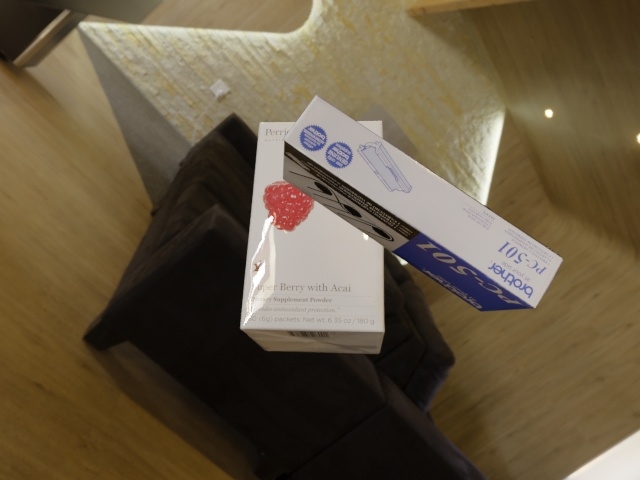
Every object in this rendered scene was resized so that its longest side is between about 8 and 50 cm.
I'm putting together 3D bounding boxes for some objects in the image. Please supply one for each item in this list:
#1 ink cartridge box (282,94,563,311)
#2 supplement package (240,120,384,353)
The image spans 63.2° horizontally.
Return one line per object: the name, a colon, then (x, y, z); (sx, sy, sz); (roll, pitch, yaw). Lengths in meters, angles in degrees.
ink cartridge box: (0.067, -0.020, 0.403); (0.207, 0.046, 0.097); (34, -10, 2)
supplement package: (0.000, 0.000, 0.737); (0.175, 0.178, 0.292); (77, 14, -68)
